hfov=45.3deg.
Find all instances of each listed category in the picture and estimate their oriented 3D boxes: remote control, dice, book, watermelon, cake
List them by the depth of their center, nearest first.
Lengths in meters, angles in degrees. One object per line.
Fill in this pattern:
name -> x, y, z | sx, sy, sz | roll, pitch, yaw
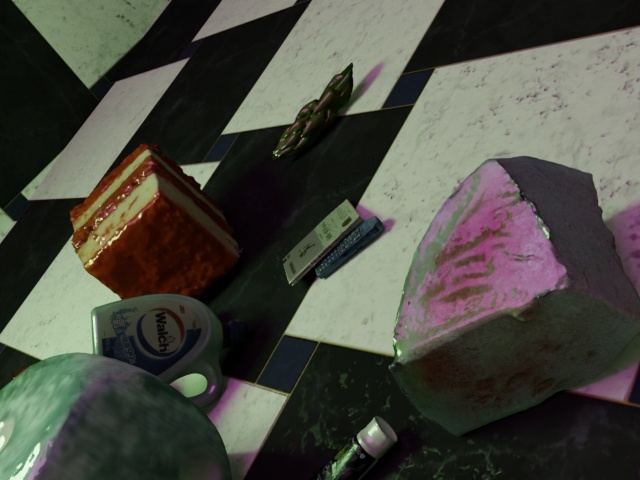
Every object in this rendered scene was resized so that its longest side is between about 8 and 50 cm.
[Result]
watermelon -> 0.260, 0.066, 0.930 | 0.258, 0.228, 0.387 | 23, 78, 47
dice -> -0.355, 0.395, 1.156 | 0.327, 0.348, 0.331 | -19, 35, 38
remote control -> 0.052, 0.012, 1.393 | 0.152, 0.027, 0.044 | -38, 36, 16
book -> 0.000, 0.000, 1.457 | 0.181, 0.014, 0.127 | -43, 20, 6
cake -> -0.367, -0.011, 1.684 | 0.270, 0.269, 0.319 | -43, 30, 5

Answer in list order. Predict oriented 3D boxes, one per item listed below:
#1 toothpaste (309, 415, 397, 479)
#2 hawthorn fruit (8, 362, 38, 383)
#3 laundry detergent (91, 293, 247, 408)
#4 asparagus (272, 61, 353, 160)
toothpaste -> 0.026, 0.326, 1.055 | 0.193, 0.045, 0.071 | -47, 30, 11
hawthorn fruit -> -0.586, 0.379, 1.623 | 0.181, 0.181, 0.235 | -29, 53, 26
laundry detergent -> -0.266, 0.202, 1.387 | 0.105, 0.280, 0.215 | 136, 128, -65
asparagus -> -0.006, -0.283, 1.753 | 0.287, 0.080, 0.080 | -44, 31, -2
